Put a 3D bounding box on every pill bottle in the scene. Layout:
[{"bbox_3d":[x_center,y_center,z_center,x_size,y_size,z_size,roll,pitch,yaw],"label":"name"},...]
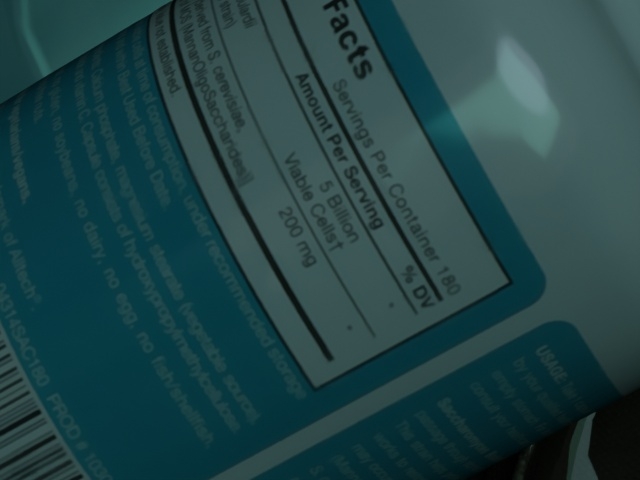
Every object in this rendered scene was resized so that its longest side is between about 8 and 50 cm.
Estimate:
[{"bbox_3d":[0.000,0.000,0.401,0.264,0.146,0.146,-29,81,9],"label":"pill bottle"}]

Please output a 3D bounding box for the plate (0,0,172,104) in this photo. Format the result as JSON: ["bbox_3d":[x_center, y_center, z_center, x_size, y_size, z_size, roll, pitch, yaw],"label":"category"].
[{"bbox_3d":[-0.040,-0.084,0.510,0.188,0.024,0.188,0,79,-2],"label":"plate"}]

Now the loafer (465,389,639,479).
[{"bbox_3d":[0.161,-0.006,0.451,0.134,0.130,0.366,32,79,3],"label":"loafer"}]
